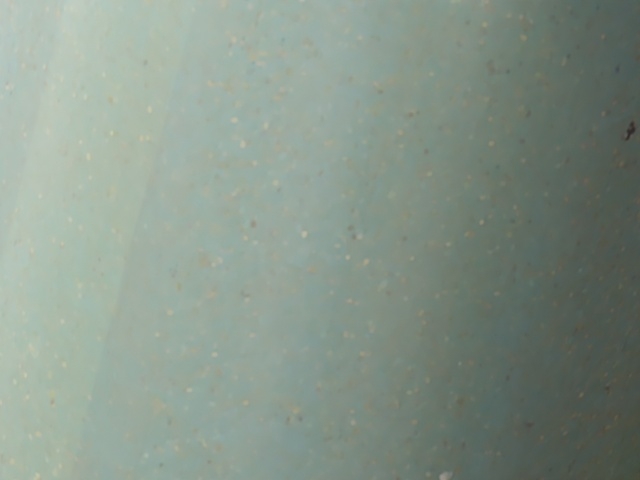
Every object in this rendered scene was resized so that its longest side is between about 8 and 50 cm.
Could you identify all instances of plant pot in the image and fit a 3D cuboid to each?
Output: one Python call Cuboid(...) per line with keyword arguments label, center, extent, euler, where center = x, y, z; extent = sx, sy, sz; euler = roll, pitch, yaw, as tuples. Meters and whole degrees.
Cuboid(label="plant pot", center=(0.000, 0.000, 0.642), extent=(0.341, 0.341, 0.334), euler=(-126, 43, -56))
